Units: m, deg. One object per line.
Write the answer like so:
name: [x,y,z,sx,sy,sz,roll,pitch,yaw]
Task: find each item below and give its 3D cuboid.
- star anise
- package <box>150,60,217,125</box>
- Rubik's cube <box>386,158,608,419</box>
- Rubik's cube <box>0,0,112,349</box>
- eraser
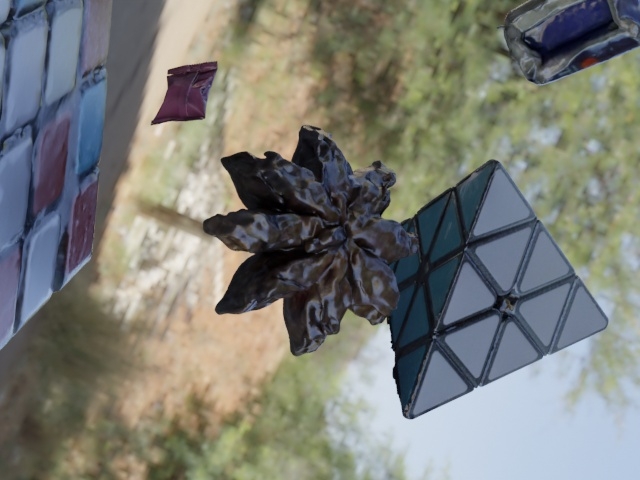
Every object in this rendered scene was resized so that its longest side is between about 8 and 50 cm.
star anise: [-0.001,0.000,1.439,0.236,0.223,0.109,-22,-169,-25]
package: [-0.137,-0.147,1.436,0.029,0.059,0.083,64,29,-47]
Rubik's cube: [0.178,0.055,1.694,0.233,0.228,0.228,-27,173,18]
Rubik's cube: [-0.260,-0.085,0.722,0.253,0.259,0.256,-68,168,-71]
eraser: [0.329,-0.272,1.680,0.155,0.101,0.332,-21,-174,27]
